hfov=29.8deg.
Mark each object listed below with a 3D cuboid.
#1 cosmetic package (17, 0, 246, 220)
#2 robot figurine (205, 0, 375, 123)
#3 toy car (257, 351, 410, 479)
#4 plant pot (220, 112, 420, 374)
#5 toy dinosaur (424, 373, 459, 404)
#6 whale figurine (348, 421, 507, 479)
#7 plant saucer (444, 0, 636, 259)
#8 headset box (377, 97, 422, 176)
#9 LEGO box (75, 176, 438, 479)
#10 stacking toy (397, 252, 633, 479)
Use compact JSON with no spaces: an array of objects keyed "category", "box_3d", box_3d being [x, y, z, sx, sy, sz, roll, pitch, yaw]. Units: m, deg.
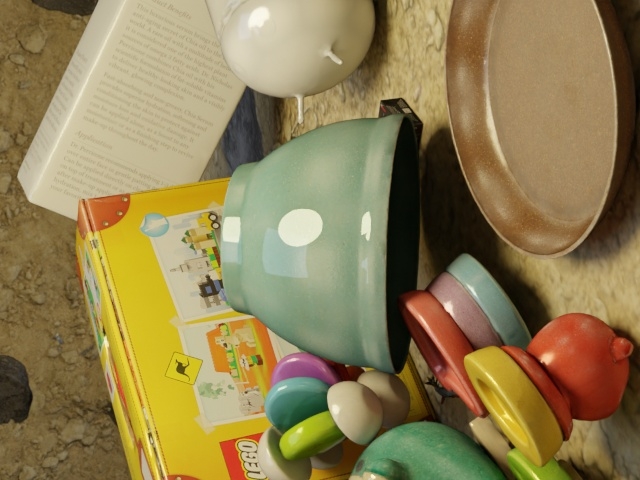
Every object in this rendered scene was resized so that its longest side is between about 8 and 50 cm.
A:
[{"category":"cosmetic package","box_3d":[-0.256,-0.237,1.821,0.453,0.230,0.161,-62,26,7]},{"category":"robot figurine","box_3d":[-0.050,-0.329,1.531,0.300,0.200,0.353,113,143,-59]},{"category":"toy car","box_3d":[0.001,0.190,1.391,0.159,0.182,0.136,-36,78,26]},{"category":"plant pot","box_3d":[0.000,0.000,1.366,0.293,0.196,0.293,2,-90,-79]},{"category":"toy dinosaur","box_3d":[0.164,0.175,1.447,0.082,0.047,0.090,36,167,51]},{"category":"whale figurine","box_3d":[0.144,0.262,1.254,0.272,0.216,0.141,-19,46,63]},{"category":"plant saucer","box_3d":[0.206,-0.138,1.130,0.310,0.050,0.310,171,90,-71]},{"category":"headset box","box_3d":[0.094,-0.124,1.478,0.062,0.032,0.083,-120,29,-45]},{"category":"LEGO box","box_3d":[-0.098,0.160,1.645,0.193,0.373,0.500,107,148,-52]},{"category":"stacking toy","box_3d":[0.223,0.154,1.218,0.279,0.130,0.309,60,173,-26]}]
